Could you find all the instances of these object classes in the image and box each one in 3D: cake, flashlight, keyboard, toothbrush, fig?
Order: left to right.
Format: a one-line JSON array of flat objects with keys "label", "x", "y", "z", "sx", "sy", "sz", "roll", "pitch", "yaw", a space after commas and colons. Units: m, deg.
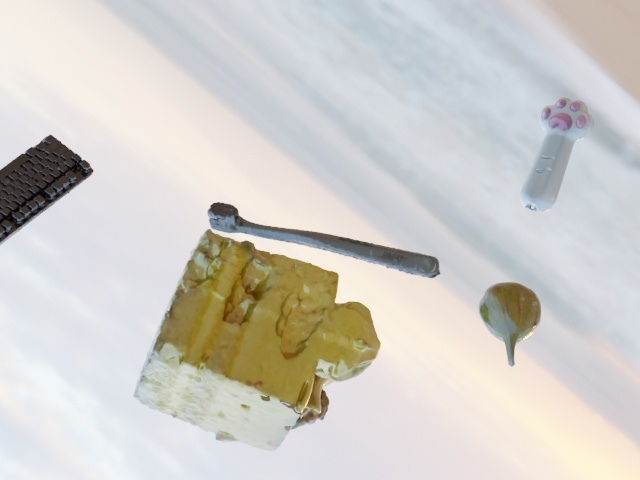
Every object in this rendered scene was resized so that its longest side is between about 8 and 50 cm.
[{"label": "keyboard", "x": -0.289, "y": -0.024, "z": 1.268, "sx": 0.060, "sy": 0.195, "sz": 0.018, "roll": 39, "pitch": 150, "yaw": 17}, {"label": "cake", "x": -0.080, "y": 0.150, "z": 1.976, "sx": 0.286, "sy": 0.222, "sz": 0.227, "roll": 23, "pitch": 154, "yaw": -4}, {"label": "toothbrush", "x": 0.000, "y": 0.000, "z": 1.621, "sx": 0.297, "sy": 0.030, "sz": 0.030, "roll": 14, "pitch": 141, "yaw": 26}, {"label": "fig", "x": 0.241, "y": 0.100, "z": 1.827, "sx": 0.084, "sy": 0.082, "sz": 0.098, "roll": 91, "pitch": -177, "yaw": -45}, {"label": "flashlight", "x": 0.379, "y": -0.141, "z": 2.357, "sx": 0.093, "sy": 0.200, "sz": 0.047, "roll": 17, "pitch": 169, "yaw": 31}]
